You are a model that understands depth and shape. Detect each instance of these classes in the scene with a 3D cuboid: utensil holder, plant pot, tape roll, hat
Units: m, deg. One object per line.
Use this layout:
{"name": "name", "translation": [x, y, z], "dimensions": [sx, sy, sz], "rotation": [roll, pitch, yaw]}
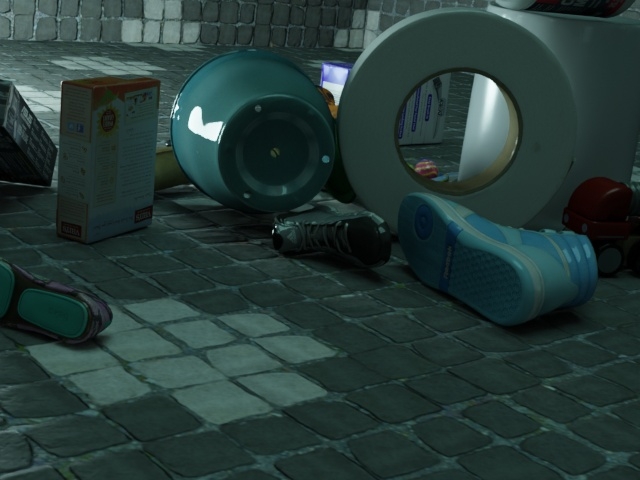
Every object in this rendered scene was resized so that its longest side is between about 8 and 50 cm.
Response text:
{"name": "utensil holder", "translation": [0.425, -0.223, 1.990], "dimensions": [0.327, 0.386, 0.327], "rotation": [5, 17, -2]}
{"name": "plant pot", "translation": [-0.091, -0.161, 1.736], "dimensions": [0.271, 0.272, 0.255], "rotation": [2, 14, -15]}
{"name": "tape roll", "translation": [0.220, -0.180, 1.754], "dimensions": [0.392, 0.392, 0.072], "rotation": [5, 16, -6]}
{"name": "hat", "translation": [0.098, -0.168, 1.945], "dimensions": [0.183, 0.173, 0.208], "rotation": [-18, 35, 26]}

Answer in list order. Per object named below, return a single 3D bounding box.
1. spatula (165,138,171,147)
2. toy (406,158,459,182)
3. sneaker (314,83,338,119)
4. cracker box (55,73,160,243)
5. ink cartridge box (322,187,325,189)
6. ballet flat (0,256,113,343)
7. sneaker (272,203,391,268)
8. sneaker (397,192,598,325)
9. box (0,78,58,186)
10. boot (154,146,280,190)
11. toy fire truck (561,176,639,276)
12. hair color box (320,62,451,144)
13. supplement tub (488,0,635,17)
{"name": "spatula", "translation": [-0.261, -0.236, 2.389], "dimensions": [0.084, 0.030, 0.296], "rotation": [12, 17, 20]}
{"name": "toy", "translation": [0.184, -0.123, 2.087], "dimensions": [0.137, 0.056, 0.237], "rotation": [-4, 15, 25]}
{"name": "sneaker", "translation": [0.016, -0.244, 2.262], "dimensions": [0.180, 0.125, 0.321], "rotation": [11, 22, 15]}
{"name": "cracker box", "translation": [-0.316, -0.125, 1.618], "dimensions": [0.067, 0.232, 0.155], "rotation": [13, 17, 26]}
{"name": "ink cartridge box", "translation": [0.027, -0.139, 2.119], "dimensions": [0.180, 0.060, 0.104], "rotation": [-1, 18, -26]}
{"name": "ballet flat", "translation": [-0.341, 0.067, 1.261], "dimensions": [0.221, 0.077, 0.079], "rotation": [17, 0, 16]}
{"name": "sneaker", "translation": [0.000, 0.000, 1.616], "dimensions": [0.132, 0.086, 0.228], "rotation": [-8, 11, -29]}
{"name": "sneaker", "translation": [0.265, 0.019, 1.570], "dimensions": [0.208, 0.127, 0.319], "rotation": [-5, 30, -31]}
{"name": "box", "translation": [-0.575, -0.177, 1.725], "dimensions": [0.242, 0.077, 0.307], "rotation": [7, -15, 2]}
{"name": "boot", "translation": [-0.228, -0.123, 1.930], "dimensions": [0.236, 0.089, 0.269], "rotation": [5, 12, 33]}
{"name": "toy fire truck", "translation": [0.522, -0.068, 1.743], "dimensions": [0.217, 0.246, 0.158], "rotation": [2, 16, -18]}
{"name": "hair color box", "translation": [0.152, -0.325, 2.587], "dimensions": [0.338, 0.185, 0.110], "rotation": [-6, 19, -38]}
{"name": "supplement tub", "translation": [0.393, -0.478, 1.817], "dimensions": [0.272, 0.191, 0.191], "rotation": [0, 17, -20]}
